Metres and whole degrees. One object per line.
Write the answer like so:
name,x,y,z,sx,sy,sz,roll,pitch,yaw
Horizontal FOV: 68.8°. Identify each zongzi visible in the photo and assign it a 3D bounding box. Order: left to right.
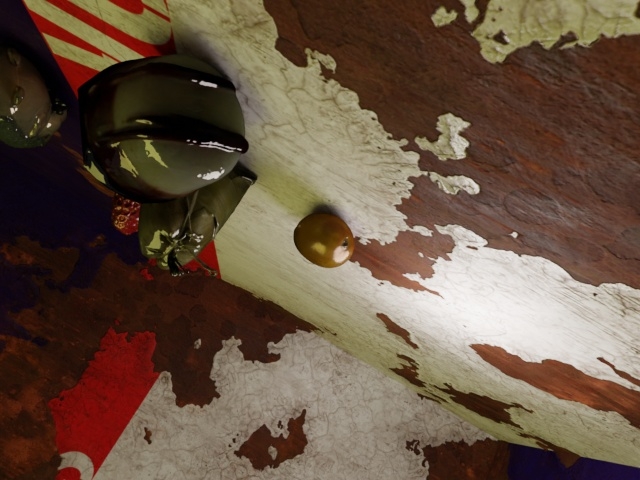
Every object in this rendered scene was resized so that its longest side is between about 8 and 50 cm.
zongzi,-0.365,-0.119,1.005,0.418,0.447,0.181,43,119,-16

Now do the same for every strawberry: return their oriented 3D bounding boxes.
strawberry,-0.536,-0.129,1.409,0.205,0.244,0.205,29,160,12

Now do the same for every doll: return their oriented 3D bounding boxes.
doll,-0.840,-0.375,1.289,0.247,0.247,0.349,34,157,-10

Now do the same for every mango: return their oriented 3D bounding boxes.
mango,0.005,0.003,1.161,0.151,0.120,0.221,35,167,-3

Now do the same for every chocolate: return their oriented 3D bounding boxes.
chocolate,-0.262,-0.210,0.832,0.186,0.284,0.283,-3,143,48
